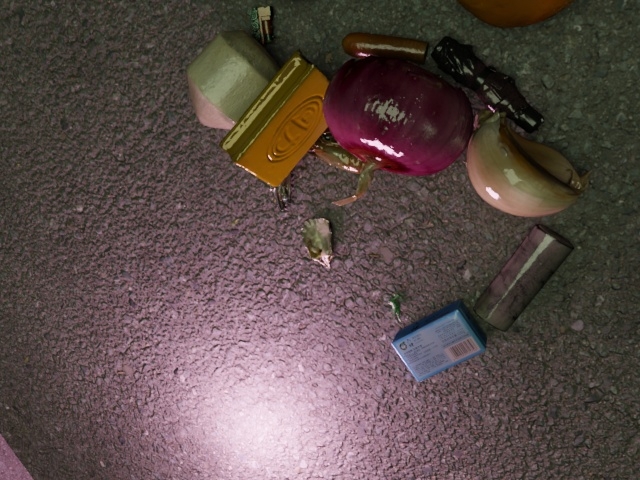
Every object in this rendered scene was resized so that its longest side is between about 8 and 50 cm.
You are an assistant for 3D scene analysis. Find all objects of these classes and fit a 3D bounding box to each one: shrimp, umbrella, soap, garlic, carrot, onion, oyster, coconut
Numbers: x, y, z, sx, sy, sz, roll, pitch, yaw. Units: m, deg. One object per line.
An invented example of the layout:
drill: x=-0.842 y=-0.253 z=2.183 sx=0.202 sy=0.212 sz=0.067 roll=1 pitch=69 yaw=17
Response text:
shrimp: x=-0.158 y=-0.238 z=1.675 sx=0.164 sy=0.062 sz=0.317 roll=-4 pitch=102 yaw=25
umbrella: x=0.412 y=-0.380 z=1.406 sx=0.326 sy=0.090 sz=0.094 roll=39 pitch=113 yaw=4
soap: x=-0.087 y=-0.309 z=1.504 sx=0.324 sy=0.204 sz=0.096 roll=-49 pitch=56 yaw=11
garlic: x=0.472 y=-0.164 z=1.359 sx=0.313 sy=0.286 sz=0.249 roll=42 pitch=83 yaw=-8
carrot: x=0.160 y=-0.493 z=1.471 sx=0.225 sy=0.067 sz=0.067 roll=10 pitch=111 yaw=14
shrimp: x=0.054 y=-0.268 z=1.589 sx=0.267 sy=0.061 sz=0.145 roll=13 pitch=103 yaw=19
onion: x=0.183 y=-0.267 z=1.368 sx=0.358 sy=0.358 sz=0.345 roll=-4 pitch=91 yaw=21
oyster: x=0.000 y=0.000 z=1.704 sx=0.146 sy=0.045 sz=0.122 roll=44 pitch=119 yaw=9
coconut: x=-0.239 y=-0.414 z=1.537 sx=0.237 sy=0.237 sz=0.266 roll=42 pitch=102 yaw=2

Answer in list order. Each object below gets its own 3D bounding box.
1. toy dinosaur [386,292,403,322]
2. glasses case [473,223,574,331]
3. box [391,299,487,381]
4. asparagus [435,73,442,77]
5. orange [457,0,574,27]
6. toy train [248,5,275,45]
toy dinosaur: x=0.228 y=0.195 z=1.703 sx=0.083 sy=0.021 sz=0.062 roll=37 pitch=103 yaw=6
glasses case: x=0.536 y=0.103 z=1.538 sx=0.114 sy=0.060 sz=0.299 roll=32 pitch=115 yaw=4
box: x=0.341 y=0.290 z=1.659 sx=0.232 sy=0.083 sz=0.143 roll=-33 pitch=95 yaw=27
asparagus: x=0.264 y=-0.403 z=1.488 sx=0.108 sy=0.021 sz=0.025 roll=-18 pitch=98 yaw=25
orange: x=0.417 y=-0.625 z=1.208 sx=0.340 sy=0.293 sz=0.341 roll=6 pitch=111 yaw=16
toy train: x=-0.157 y=-0.584 z=1.569 sx=0.064 sy=0.044 sz=0.103 roll=-3 pitch=107 yaw=10
